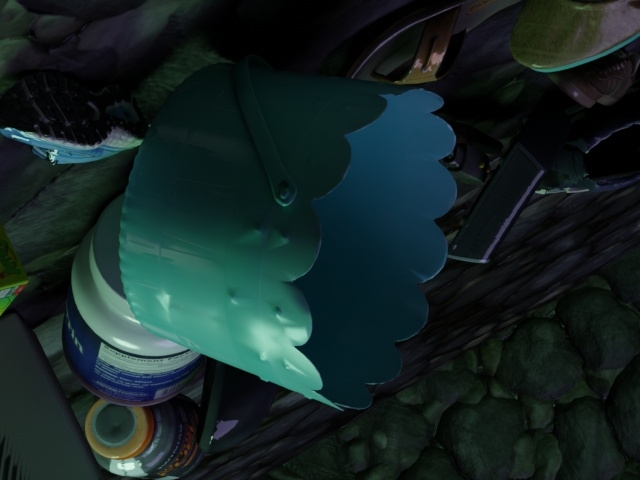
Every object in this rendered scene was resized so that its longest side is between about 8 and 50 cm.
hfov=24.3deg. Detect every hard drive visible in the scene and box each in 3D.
[{"bbox_3d":[0.220,-0.071,1.694,0.172,0.054,0.254,-59,176,23],"label":"hard drive"}]

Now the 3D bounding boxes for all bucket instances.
[{"bbox_3d":[-0.022,-0.014,1.212,0.281,0.183,0.281,-46,144,-48],"label":"bucket"}]

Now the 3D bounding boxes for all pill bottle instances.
[{"bbox_3d":[-0.168,0.055,1.443,0.153,0.153,0.264,-23,164,-21],"label":"pill bottle"},{"bbox_3d":[-0.244,0.262,2.046,0.130,0.130,0.246,-30,166,4],"label":"pill bottle"}]

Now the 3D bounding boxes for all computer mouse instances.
[{"bbox_3d":[-0.073,0.095,1.530,0.072,0.272,0.188,12,146,-9],"label":"computer mouse"}]

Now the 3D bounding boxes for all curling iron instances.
[{"bbox_3d":[0.143,-0.116,1.690,0.068,0.035,0.274,-30,167,29],"label":"curling iron"}]

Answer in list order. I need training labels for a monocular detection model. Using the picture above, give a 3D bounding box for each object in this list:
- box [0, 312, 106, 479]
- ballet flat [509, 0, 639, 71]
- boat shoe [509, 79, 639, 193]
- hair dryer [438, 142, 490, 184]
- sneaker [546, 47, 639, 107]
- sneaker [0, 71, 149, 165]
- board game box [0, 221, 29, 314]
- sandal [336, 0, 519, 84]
[{"bbox_3d":[-0.287,0.220,1.530,0.094,0.275,0.113,-27,165,-7],"label":"box"},{"bbox_3d":[0.317,-0.273,1.345,0.342,0.116,0.124,-23,145,9],"label":"ballet flat"},{"bbox_3d":[0.417,-0.133,1.869,0.341,0.127,0.158,-23,-165,-22],"label":"boat shoe"},{"bbox_3d":[0.028,-0.058,1.528,0.224,0.080,0.293,-19,161,27],"label":"hair dryer"},{"bbox_3d":[0.318,-0.199,1.718,0.071,0.066,0.188,-53,163,19],"label":"sneaker"},{"bbox_3d":[-0.194,-0.079,1.122,0.073,0.063,0.162,-31,166,21],"label":"sneaker"},{"bbox_3d":[-0.313,0.041,1.243,0.043,0.092,0.181,-15,160,-41],"label":"board game box"},{"bbox_3d":[0.108,-0.180,1.351,0.219,0.060,0.090,-29,165,-2],"label":"sandal"}]
